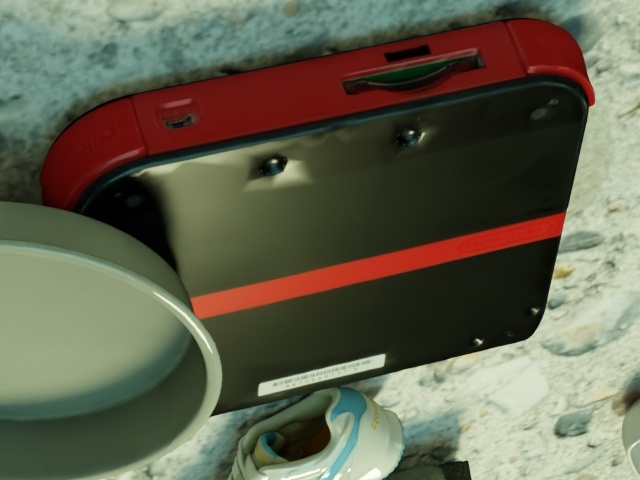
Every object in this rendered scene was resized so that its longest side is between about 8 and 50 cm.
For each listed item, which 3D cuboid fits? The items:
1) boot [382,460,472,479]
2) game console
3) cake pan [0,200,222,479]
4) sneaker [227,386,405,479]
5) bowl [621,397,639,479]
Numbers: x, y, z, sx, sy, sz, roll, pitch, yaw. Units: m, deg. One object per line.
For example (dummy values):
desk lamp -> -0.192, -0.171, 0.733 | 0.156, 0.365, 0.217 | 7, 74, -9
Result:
boot -> 0.045, 0.276, 1.603 | 0.161, 0.083, 0.247 | -2, 137, -6
game console -> 0.000, 0.000, 1.284 | 0.386, 0.060, 0.342 | -12, 145, -12
cake pan -> -0.212, 0.072, 1.197 | 0.293, 0.054, 0.293 | -1, 142, -1
sneaker -> -0.043, 0.201, 1.462 | 0.228, 0.087, 0.092 | -43, 130, 12
bowl -> 0.343, 0.167, 1.626 | 0.142, 0.053, 0.142 | -31, 140, 8
